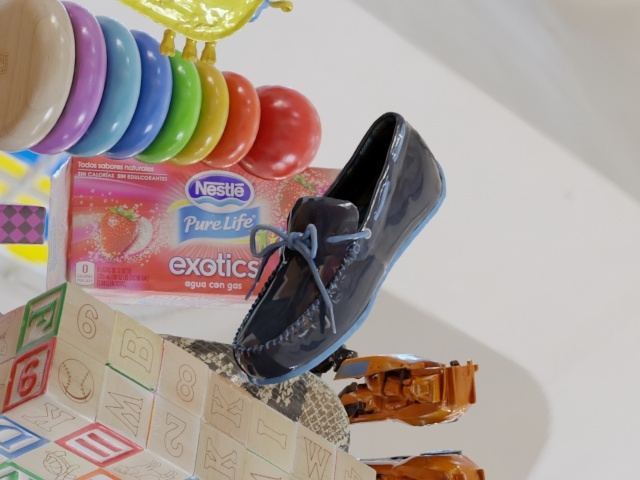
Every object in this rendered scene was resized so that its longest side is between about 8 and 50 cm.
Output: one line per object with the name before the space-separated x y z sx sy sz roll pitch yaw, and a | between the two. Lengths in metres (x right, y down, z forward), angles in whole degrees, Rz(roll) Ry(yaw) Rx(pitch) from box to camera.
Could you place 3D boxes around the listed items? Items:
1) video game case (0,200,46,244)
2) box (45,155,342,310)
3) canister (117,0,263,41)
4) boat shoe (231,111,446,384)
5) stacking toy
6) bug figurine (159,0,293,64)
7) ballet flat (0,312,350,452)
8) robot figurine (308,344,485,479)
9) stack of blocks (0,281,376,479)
video game case | -0.397 -0.021 1.662 0.210 0.232 0.042 4 -89 40
box | -0.128 -0.004 1.972 0.154 0.299 0.142 155 -63 -72
canister | -0.111 -0.197 1.083 0.073 0.126 0.170 -53 -141 14
boat shoe | 0.000 0.000 1.425 0.109 0.089 0.258 -4 -144 35
stacking toy | -0.137 -0.123 1.664 0.141 0.330 0.141 -14 -108 49
bug figurine | -0.124 -0.272 1.388 0.072 0.216 0.279 122 -29 -60
ballet flat | -0.223 0.154 1.623 0.482 0.182 0.164 11 -72 20
robot figurine | 0.043 0.201 1.883 0.291 0.085 0.211 -10 -96 47
stack of blocks | -0.124 0.158 1.293 0.171 0.297 0.087 -27 -137 36
